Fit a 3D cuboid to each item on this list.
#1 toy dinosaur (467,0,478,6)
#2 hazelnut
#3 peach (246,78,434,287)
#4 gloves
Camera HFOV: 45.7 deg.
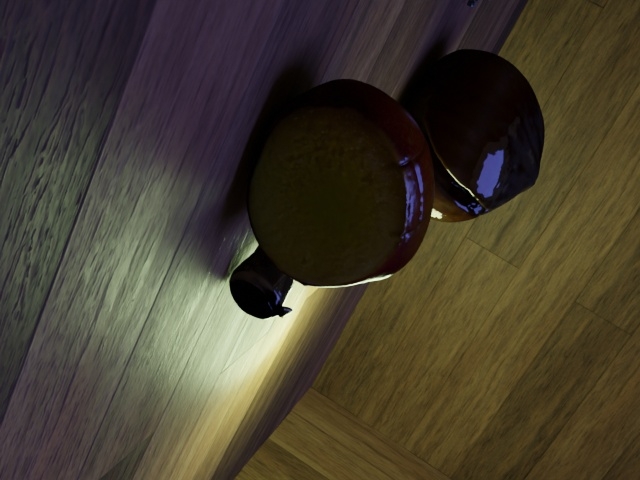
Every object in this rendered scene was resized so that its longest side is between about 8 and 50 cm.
[{"bbox_3d":[0.364,-0.582,1.676,0.187,0.044,0.106,-53,153,-25],"label":"toy dinosaur"},{"bbox_3d":[0.329,-0.237,1.744,0.359,0.359,0.409,82,32,-75],"label":"hazelnut"},{"bbox_3d":[0.026,-0.090,1.005,0.245,0.248,0.275,-102,-165,-51],"label":"peach"},{"bbox_3d":[-0.014,-0.005,1.277,0.331,0.141,0.154,-41,137,-29],"label":"gloves"}]
